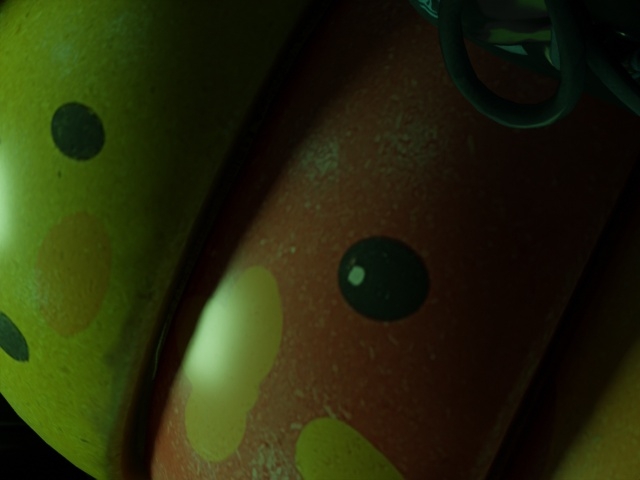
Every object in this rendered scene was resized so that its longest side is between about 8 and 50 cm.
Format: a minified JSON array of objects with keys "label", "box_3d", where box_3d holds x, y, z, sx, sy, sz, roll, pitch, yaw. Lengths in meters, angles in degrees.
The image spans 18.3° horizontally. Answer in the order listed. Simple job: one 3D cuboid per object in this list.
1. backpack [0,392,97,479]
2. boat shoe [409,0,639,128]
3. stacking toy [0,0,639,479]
[{"label":"backpack","box_3d":[-0.204,0.049,0.887,0.290,0.273,0.355,3,149,0]},{"label":"boat shoe","box_3d":[0.052,-0.058,0.360,0.089,0.109,0.258,11,178,-15]},{"label":"stacking toy","box_3d":[0.000,0.000,0.624,0.479,0.351,0.350,23,-177,9]}]
